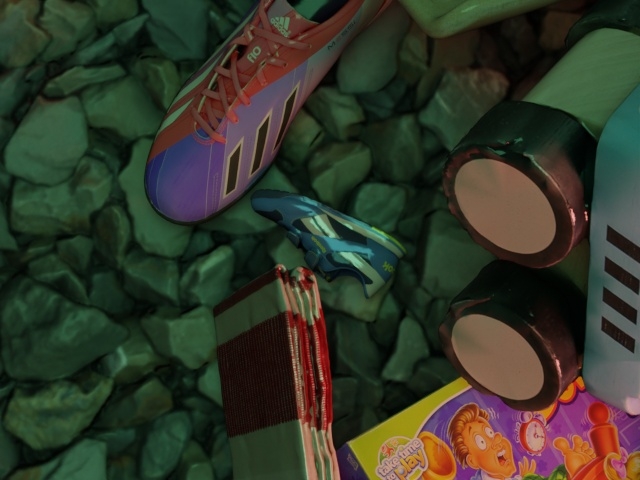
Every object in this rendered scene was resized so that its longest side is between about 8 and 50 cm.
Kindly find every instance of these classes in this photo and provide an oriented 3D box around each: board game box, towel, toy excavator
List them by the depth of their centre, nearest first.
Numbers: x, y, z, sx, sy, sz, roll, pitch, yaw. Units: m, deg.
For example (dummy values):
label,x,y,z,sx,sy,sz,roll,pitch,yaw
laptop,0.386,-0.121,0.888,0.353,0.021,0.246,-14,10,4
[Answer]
label,x,y,z,sx,sy,sz,roll,pitch,yaw
toy excavator,0.321,-0.029,1.028,0.445,0.433,0.222,23,49,27
board game box,0.211,0.185,1.251,0.347,0.078,0.233,-28,80,-21
towel,-0.028,0.196,1.257,0.037,0.237,0.329,-5,81,-19

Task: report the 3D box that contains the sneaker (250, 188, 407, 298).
label,x,y,z,sx,sy,sz,roll,pitch,yaw
sneaker,0.000,0.000,1.367,0.144,0.053,0.059,25,87,8

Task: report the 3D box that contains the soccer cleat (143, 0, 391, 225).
label,x,y,z,sx,sy,sz,roll,pitch,yaw
soccer cleat,-0.047,-0.153,1.359,0.109,0.116,0.318,39,86,8

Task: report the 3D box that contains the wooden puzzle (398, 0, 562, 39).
label,x,y,z,sx,sy,sz,roll,pitch,yaw
wooden puzzle,0.170,-0.299,1.248,0.322,0.080,0.348,-19,38,-12
